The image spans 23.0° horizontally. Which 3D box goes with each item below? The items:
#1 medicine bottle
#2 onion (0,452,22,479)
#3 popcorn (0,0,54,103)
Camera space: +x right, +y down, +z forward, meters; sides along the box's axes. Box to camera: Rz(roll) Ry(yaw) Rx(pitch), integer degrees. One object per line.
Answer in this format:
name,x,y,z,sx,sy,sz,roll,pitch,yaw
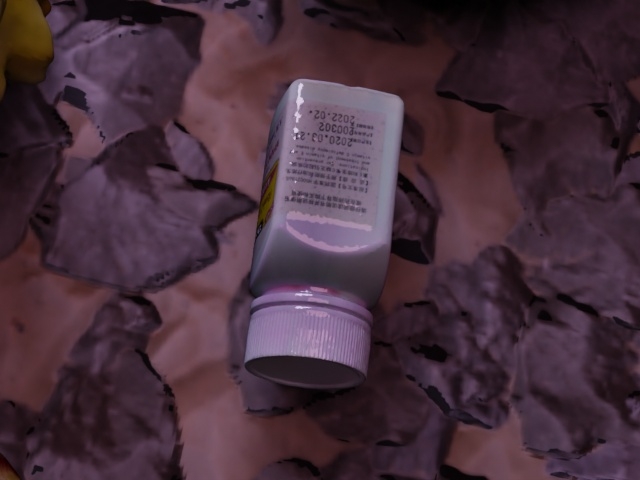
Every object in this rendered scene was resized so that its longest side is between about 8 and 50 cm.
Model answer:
medicine bottle,0.000,0.000,0.666,0.055,0.074,0.118,9,71,-9
onion,-0.156,0.119,0.589,0.107,0.097,0.107,-3,97,-30
popcorn,-0.199,-0.119,0.615,0.189,0.169,0.218,-13,78,-16
